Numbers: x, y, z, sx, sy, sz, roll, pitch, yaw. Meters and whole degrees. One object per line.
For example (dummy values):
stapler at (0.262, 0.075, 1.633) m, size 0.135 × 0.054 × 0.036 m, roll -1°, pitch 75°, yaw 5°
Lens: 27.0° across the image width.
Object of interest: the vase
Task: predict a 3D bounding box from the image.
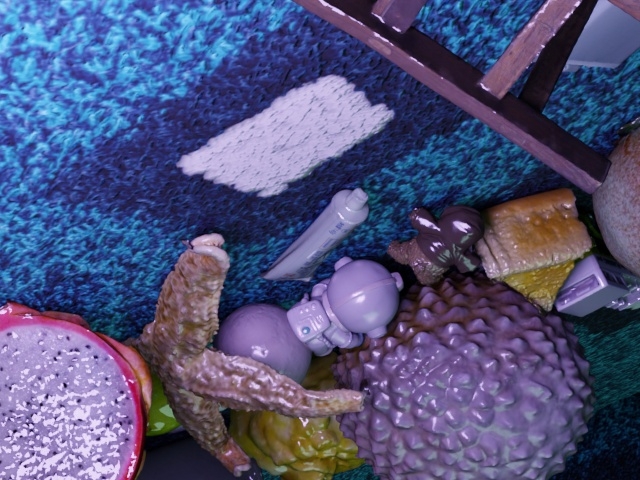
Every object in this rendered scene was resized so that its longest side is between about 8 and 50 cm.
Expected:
vase at (-0.255, 0.465, 2.387) m, size 0.291 × 0.245 × 0.245 m, roll -16°, pitch 160°, yaw -23°

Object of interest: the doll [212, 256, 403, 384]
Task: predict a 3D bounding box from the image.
doll at (-0.013, 0.117, 1.859) m, size 0.287 × 0.151 × 0.151 m, roll -30°, pitch 158°, yaw 14°

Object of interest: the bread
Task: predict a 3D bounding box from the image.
bread at (0.281, 0.025, 1.887) m, size 0.169 × 0.140 × 0.160 m, roll -12°, pitch 147°, yaw -10°

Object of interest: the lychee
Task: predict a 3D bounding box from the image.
lychee at (0.214, 0.221, 2.012) m, size 0.432 × 0.380 × 0.380 m, roll 17°, pitch 141°, yaw -38°

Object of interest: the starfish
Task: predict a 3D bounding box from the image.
starfish at (-0.124, 0.172, 1.747) m, size 0.432 × 0.324 × 0.082 m, roll -42°, pitch -169°, yaw 49°

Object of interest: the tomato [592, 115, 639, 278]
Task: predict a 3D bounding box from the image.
tomato at (0.524, -0.048, 1.786) m, size 0.303 × 0.239 × 0.303 m, roll -14°, pitch 159°, yaw -5°

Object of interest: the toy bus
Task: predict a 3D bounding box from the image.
toy bus at (0.432, 0.042, 2.072) m, size 0.113 × 0.139 × 0.301 m, roll -31°, pitch 157°, yaw 26°

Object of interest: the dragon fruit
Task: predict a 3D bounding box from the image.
dragon fruit at (-0.349, 0.238, 1.650) m, size 0.305 × 0.306 × 0.226 m, roll -16°, pitch 166°, yaw -11°

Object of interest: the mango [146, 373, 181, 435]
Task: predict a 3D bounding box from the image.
mango at (-0.232, 0.229, 1.988) m, size 0.178 × 0.100 × 0.119 m, roll -38°, pitch 152°, yaw 23°

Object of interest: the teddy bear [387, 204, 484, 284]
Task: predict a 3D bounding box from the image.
teddy bear at (0.153, 0.012, 1.789) m, size 0.160 × 0.119 × 0.078 m, roll -42°, pitch -168°, yaw 46°

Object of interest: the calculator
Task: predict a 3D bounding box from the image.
calculator at (0.320, -0.247, 1.369) m, size 0.141 × 0.045 × 0.246 m, roll -3°, pitch 154°, yaw -38°

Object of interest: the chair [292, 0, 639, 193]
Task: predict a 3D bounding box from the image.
chair at (0.100, -0.263, 0.966) m, size 0.241 × 0.416 × 0.203 m, roll -61°, pitch -175°, yaw -34°

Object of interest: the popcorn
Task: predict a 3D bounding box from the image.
popcorn at (-0.001, 0.304, 2.214) m, size 0.250 × 0.235 × 0.241 m, roll 26°, pitch 162°, yaw -35°

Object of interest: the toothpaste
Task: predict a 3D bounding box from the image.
toothpaste at (0.001, -0.001, 1.698) m, size 0.069 × 0.047 × 0.268 m, roll -30°, pitch 170°, yaw -32°
